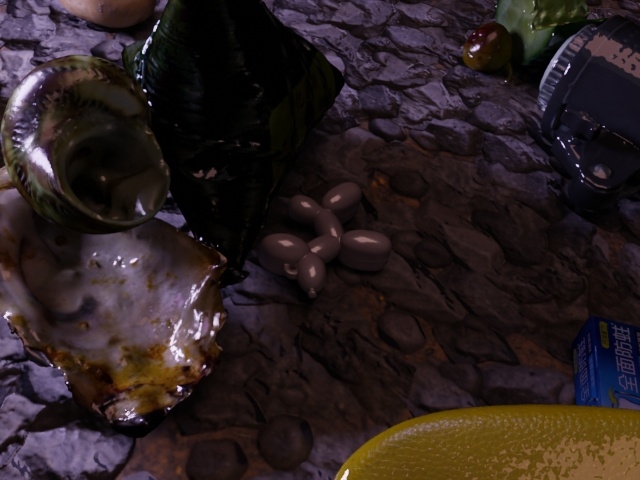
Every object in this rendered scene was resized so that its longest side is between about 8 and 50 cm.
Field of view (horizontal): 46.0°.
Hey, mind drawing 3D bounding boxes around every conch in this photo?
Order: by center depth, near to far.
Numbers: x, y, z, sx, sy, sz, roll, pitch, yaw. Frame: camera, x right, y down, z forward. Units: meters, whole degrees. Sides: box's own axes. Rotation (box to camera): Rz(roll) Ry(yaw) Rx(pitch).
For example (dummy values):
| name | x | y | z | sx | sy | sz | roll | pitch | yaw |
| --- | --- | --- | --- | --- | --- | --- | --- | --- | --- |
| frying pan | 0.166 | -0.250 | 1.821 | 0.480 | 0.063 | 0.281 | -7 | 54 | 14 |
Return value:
| name | x | y | z | sx | sy | sz | roll | pitch | yaw |
| --- | --- | --- | --- | --- | --- | --- | --- | --- | --- |
| conch | -0.235 | -0.096 | 0.780 | 0.187 | 0.124 | 0.181 | 37 | 59 | -10 |

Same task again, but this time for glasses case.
| name | x | y | z | sx | sy | sz | roll | pitch | yaw |
| --- | --- | --- | --- | --- | --- | --- | --- | --- | --- |
| glasses case | 0.193 | 0.239 | 0.647 | 0.371 | 0.141 | 0.173 | -3 | 55 | 12 |

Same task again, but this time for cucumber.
| name | x | y | z | sx | sy | sz | roll | pitch | yaw |
| --- | --- | --- | --- | --- | --- | --- | --- | --- | --- |
| cucumber | 0.389 | -0.388 | 1.291 | 0.130 | 0.191 | 0.191 | -8 | 51 | -22 |

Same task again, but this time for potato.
| name | x | y | z | sx | sy | sz | roll | pitch | yaw |
| --- | --- | --- | --- | --- | --- | --- | --- | --- | --- |
| potato | -0.329 | -0.389 | 1.175 | 0.147 | 0.112 | 0.112 | -3 | 49 | -24 |

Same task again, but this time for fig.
| name | x | y | z | sx | sy | sz | roll | pitch | yaw |
| --- | --- | --- | --- | --- | --- | --- | --- | --- | --- |
| fig | 0.293 | -0.320 | 1.281 | 0.098 | 0.082 | 0.084 | 34 | 48 | -21 |

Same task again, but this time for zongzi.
| name | x | y | z | sx | sy | sz | roll | pitch | yaw |
| --- | --- | --- | --- | --- | --- | --- | --- | --- | --- |
| zongzi | -0.115 | -0.206 | 0.878 | 0.319 | 0.362 | 0.383 | 2 | 41 | -3 |

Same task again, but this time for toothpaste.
| name | x | y | z | sx | sy | sz | roll | pitch | yaw |
| --- | --- | --- | --- | --- | --- | --- | --- | --- | --- |
| toothpaste | 0.318 | 0.226 | 0.789 | 0.076 | 0.066 | 0.320 | 14 | 46 | -1 |

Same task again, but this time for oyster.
| name | x | y | z | sx | sy | sz | roll | pitch | yaw |
| --- | --- | --- | --- | --- | --- | --- | --- | --- | --- |
| oyster | -0.260 | 0.049 | 0.792 | 0.361 | 0.096 | 0.221 | 29 | 44 | 12 |

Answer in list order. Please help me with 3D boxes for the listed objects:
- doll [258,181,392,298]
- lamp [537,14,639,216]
| name | x | y | z | sx | sy | sz | roll | pitch | yaw |
| --- | --- | --- | --- | --- | --- | --- | --- | --- | --- |
| doll | 0.000 | 0.000 | 0.925 | 0.160 | 0.059 | 0.161 | -9 | 52 | -20 |
| lamp | 0.470 | -0.204 | 1.117 | 0.374 | 0.205 | 0.272 | -23 | 60 | -17 |
